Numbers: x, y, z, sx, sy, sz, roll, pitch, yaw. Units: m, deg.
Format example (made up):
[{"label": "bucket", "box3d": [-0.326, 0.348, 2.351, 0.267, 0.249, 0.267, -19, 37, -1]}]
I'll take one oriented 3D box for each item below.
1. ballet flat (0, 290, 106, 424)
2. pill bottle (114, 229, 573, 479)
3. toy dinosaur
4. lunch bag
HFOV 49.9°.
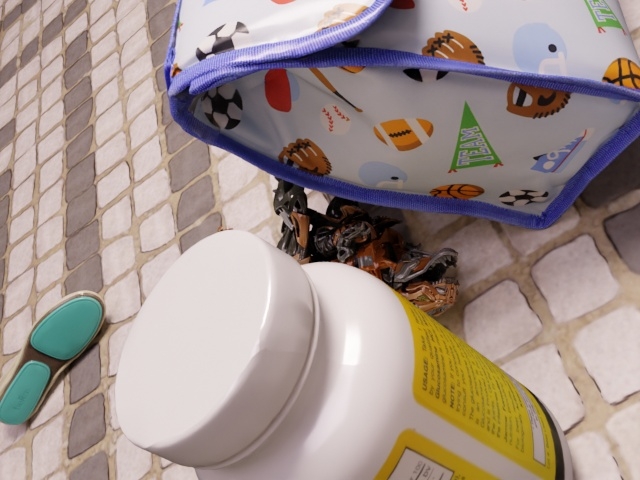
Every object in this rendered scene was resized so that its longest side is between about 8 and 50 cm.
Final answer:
[{"label": "ballet flat", "box3d": [-0.412, 0.164, 1.038, 0.248, 0.086, 0.086, -50, 46, 5]}, {"label": "pill bottle", "box3d": [0.029, 0.133, 0.506, 0.188, 0.334, 0.188, -29, 43, 30]}, {"label": "toy dinosaur", "box3d": [0.000, 0.000, 0.762, 0.321, 0.164, 0.218, 7, 86, 18]}, {"label": "lunch bag", "box3d": [0.066, -0.215, 0.639, 0.239, 0.385, 0.328, 111, 163, -56]}]
